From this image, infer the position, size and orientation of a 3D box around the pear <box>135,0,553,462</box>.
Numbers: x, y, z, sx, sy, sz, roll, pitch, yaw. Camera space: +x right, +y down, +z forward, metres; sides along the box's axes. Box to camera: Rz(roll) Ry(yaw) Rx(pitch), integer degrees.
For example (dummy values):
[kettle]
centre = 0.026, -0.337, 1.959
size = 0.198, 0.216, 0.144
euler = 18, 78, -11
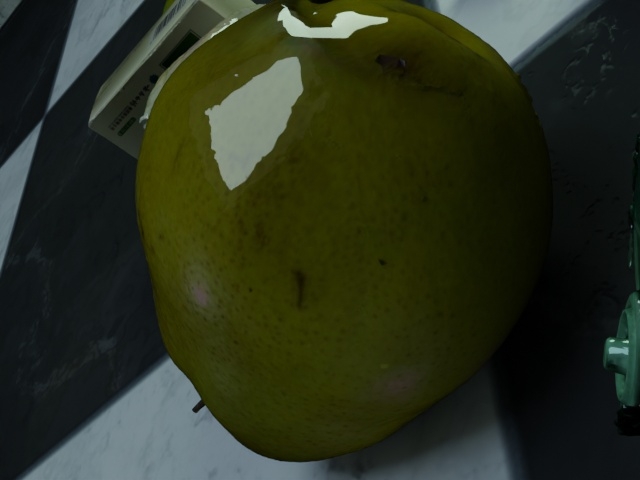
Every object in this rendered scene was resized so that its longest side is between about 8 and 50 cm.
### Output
[pear]
centre = 0.004, 0.002, 0.682
size = 0.285, 0.285, 0.336
euler = 25, 100, 61

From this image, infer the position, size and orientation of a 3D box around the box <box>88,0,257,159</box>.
[box]
centre = -0.133, -0.174, 1.157
size = 0.212, 0.168, 0.095
euler = -42, 29, 28

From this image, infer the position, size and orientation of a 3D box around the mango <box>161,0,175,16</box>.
[mango]
centre = -0.174, -0.310, 1.451
size = 0.122, 0.085, 0.191
euler = -28, 49, 27

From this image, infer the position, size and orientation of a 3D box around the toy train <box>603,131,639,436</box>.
[toy train]
centre = 0.180, -0.010, 0.429
size = 0.115, 0.269, 0.154
euler = 0, 60, 14

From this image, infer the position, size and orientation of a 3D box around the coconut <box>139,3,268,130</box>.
[coconut]
centre = -0.048, -0.113, 0.941
size = 0.237, 0.197, 0.236
euler = -44, 27, 29
